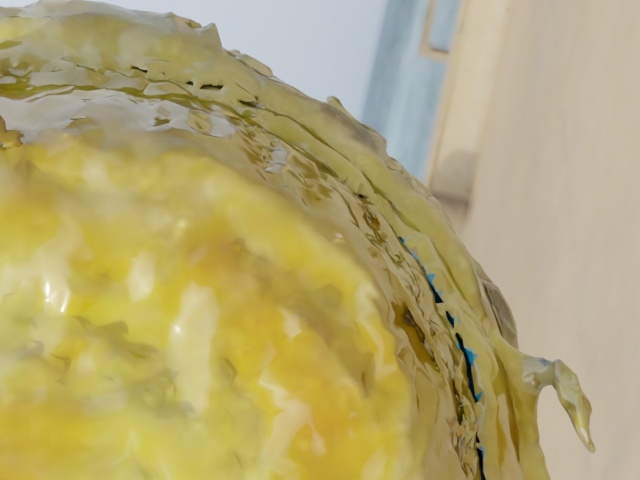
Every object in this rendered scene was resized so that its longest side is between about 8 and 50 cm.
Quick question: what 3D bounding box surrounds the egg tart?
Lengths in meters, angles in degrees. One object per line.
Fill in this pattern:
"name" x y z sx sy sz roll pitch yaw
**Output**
"egg tart" -0.081 0.082 0.510 0.169 0.388 0.387 145 140 -72
